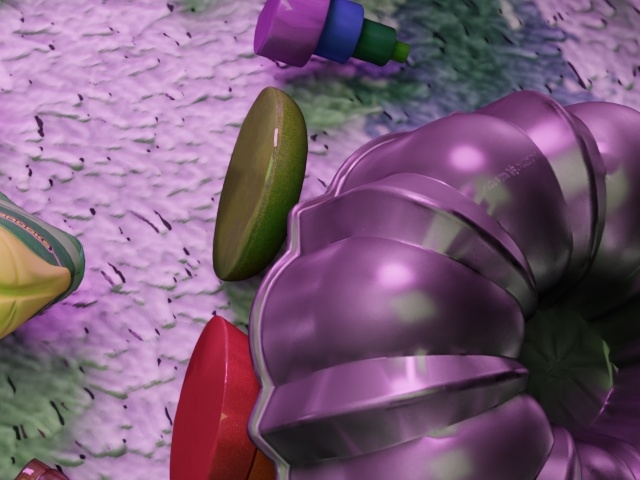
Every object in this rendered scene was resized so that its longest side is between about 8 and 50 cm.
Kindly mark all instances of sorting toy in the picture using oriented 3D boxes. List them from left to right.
[{"bbox_3d":[0.000,0.000,0.615,0.126,0.127,0.366,15,72,-16],"label":"sorting toy"}]

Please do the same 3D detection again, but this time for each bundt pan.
[{"bbox_3d":[0.132,0.065,0.504,0.330,0.124,0.331,5,73,-16],"label":"bundt pan"}]

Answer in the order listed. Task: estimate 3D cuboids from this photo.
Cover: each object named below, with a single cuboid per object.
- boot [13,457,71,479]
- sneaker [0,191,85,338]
[{"bbox_3d":[-0.155,0.203,0.573,0.114,0.037,0.106,30,76,8],"label":"boot"},{"bbox_3d":[-0.280,0.001,0.623,0.295,0.123,0.109,18,102,25],"label":"sneaker"}]
